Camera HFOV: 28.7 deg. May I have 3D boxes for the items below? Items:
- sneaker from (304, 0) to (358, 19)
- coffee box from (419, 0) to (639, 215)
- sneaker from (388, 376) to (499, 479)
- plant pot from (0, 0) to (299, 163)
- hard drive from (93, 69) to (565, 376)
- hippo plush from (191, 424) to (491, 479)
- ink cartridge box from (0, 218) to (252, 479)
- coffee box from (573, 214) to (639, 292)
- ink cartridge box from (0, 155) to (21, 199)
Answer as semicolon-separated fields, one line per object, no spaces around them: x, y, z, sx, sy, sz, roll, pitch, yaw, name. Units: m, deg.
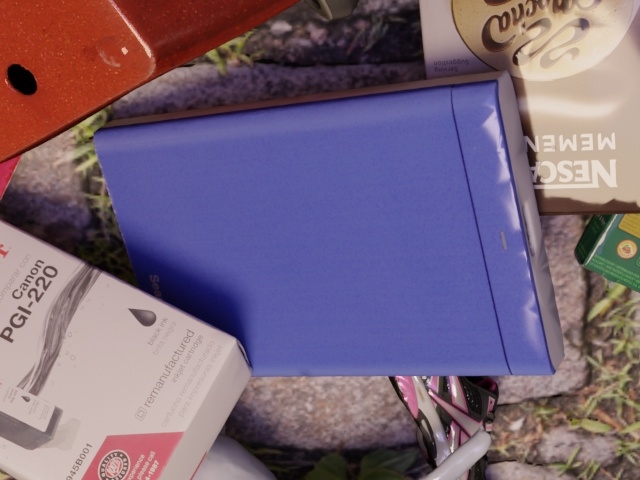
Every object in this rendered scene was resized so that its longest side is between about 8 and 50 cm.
-0.018;-0.288;0.856;0.106;0.101;0.267;-31;114;-5;sneaker
0.158;-0.173;0.855;0.168;0.119;0.297;-2;110;17;coffee box
0.116;0.148;1.016;0.077;0.072;0.178;-26;114;-3;sneaker
-0.150;-0.197;0.738;0.267;0.235;0.267;-21;116;38;plant pot
0.000;0.000;0.901;0.319;0.040;0.210;-4;112;29;hard drive
-0.050;0.263;0.959;0.237;0.234;0.294;24;136;3;hippo plush
-0.184;0.101;0.913;0.218;0.092;0.158;25;72;14;ink cartridge box
0.291;-0.039;0.965;0.113;0.040;0.184;24;108;-8;coffee box
-0.369;-0.047;0.862;0.272;0.130;0.309;25;90;-10;ink cartridge box
